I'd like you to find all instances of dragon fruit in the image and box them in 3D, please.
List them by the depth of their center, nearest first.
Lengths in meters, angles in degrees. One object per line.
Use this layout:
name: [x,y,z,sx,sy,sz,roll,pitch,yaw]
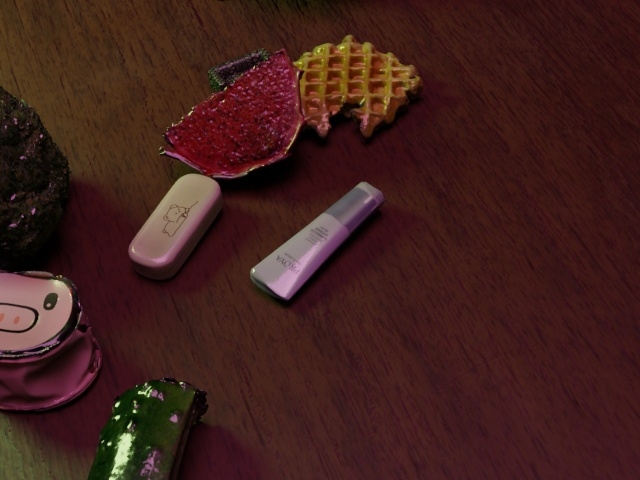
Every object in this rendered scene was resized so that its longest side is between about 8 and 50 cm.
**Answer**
dragon fruit: [-0.119,-0.175,2.014,0.274,0.126,0.161,-35,80,4]

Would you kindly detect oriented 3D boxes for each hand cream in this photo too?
hand cream: [0.000,0.000,1.872,0.079,0.048,0.255,32,57,29]

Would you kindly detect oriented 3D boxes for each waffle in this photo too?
waffle: [0.034,-0.270,2.127,0.250,0.056,0.261,34,59,32]

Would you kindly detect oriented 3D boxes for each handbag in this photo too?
handbag: [-0.421,0.140,1.728,0.205,0.116,0.179,5,46,12]

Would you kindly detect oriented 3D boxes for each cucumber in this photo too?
cucumber: [-0.245,0.325,1.548,0.145,0.105,0.325,3,49,7]

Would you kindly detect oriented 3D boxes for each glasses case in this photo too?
glasses case: [-0.226,-0.023,1.905,0.083,0.050,0.196,19,55,17]

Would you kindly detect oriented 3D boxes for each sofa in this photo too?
sofa: [-0.139,-0.301,2.182,0.118,0.039,0.060,-24,49,-17]

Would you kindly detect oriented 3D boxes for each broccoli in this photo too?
broccoli: [-0.569,-0.105,1.866,0.413,0.310,0.321,5,25,-39]
